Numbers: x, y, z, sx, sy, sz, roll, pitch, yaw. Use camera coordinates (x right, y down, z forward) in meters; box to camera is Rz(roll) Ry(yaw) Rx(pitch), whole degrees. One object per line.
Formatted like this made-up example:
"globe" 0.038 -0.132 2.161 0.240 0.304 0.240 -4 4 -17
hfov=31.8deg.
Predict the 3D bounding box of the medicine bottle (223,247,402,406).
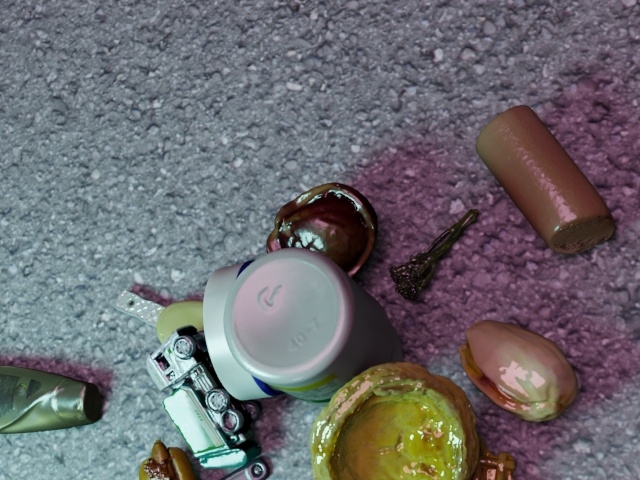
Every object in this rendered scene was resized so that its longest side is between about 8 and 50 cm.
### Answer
"medicine bottle" 0.003 0.155 1.781 0.208 0.339 0.208 -6 70 18

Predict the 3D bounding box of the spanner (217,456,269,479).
"spanner" -0.222 0.470 1.940 0.315 0.024 0.087 -31 67 7

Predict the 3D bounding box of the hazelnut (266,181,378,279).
"hazelnut" 0.007 0.004 1.932 0.170 0.160 0.202 26 77 24

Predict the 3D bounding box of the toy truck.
"toy truck" -0.193 0.273 1.920 0.124 0.114 0.253 -38 82 13

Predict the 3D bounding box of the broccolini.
"broccolini" 0.194 0.013 1.915 0.074 0.058 0.201 39 90 19

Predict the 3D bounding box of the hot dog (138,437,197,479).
"hot dog" -0.245 0.455 1.898 0.102 0.076 0.249 -25 74 12

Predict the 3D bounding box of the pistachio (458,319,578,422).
"pistachio" 0.315 0.206 1.782 0.145 0.117 0.200 -31 49 -34

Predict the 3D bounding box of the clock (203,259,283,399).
"clock" -0.117 0.151 1.889 0.083 0.230 0.231 -10 69 20

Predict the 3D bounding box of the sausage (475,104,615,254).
"sausage" 0.370 -0.094 1.849 0.123 0.123 0.253 -36 64 6

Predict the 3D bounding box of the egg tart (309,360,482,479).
"egg tart" 0.113 0.314 1.722 0.278 0.095 0.279 -1 103 -6

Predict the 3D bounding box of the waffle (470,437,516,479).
"waffle" 0.211 0.432 1.773 0.249 0.056 0.253 -30 66 9

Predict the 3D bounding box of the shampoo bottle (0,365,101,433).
"shampoo bottle" -0.575 0.296 2.091 0.350 0.084 0.126 -2 75 19

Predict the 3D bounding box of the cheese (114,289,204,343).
"cheese" -0.272 0.151 2.048 0.255 0.050 0.127 19 82 26
